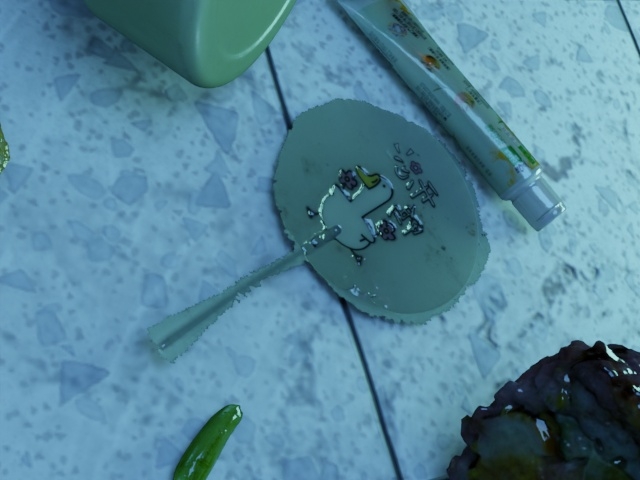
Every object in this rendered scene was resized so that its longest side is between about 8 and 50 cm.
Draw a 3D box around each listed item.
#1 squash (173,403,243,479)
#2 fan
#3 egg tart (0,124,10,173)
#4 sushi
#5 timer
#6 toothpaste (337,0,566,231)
[{"bbox_3d":[-0.088,0.161,1.002,0.027,0.027,0.089,38,52,-8],"label":"squash"},{"bbox_3d":[0.000,0.000,1.139,0.415,0.012,0.233,-28,82,-40],"label":"fan"},{"bbox_3d":[-0.296,-0.075,0.988,0.105,0.039,0.105,13,60,-25],"label":"egg tart"},{"bbox_3d":[0.250,0.213,1.056,0.270,0.236,0.171,39,27,27],"label":"sushi"},{"bbox_3d":[-0.169,-0.319,1.081,0.315,0.291,0.291,25,53,11],"label":"timer"},{"bbox_3d":[0.132,-0.142,1.267,0.056,0.058,0.314,-39,84,6],"label":"toothpaste"}]
